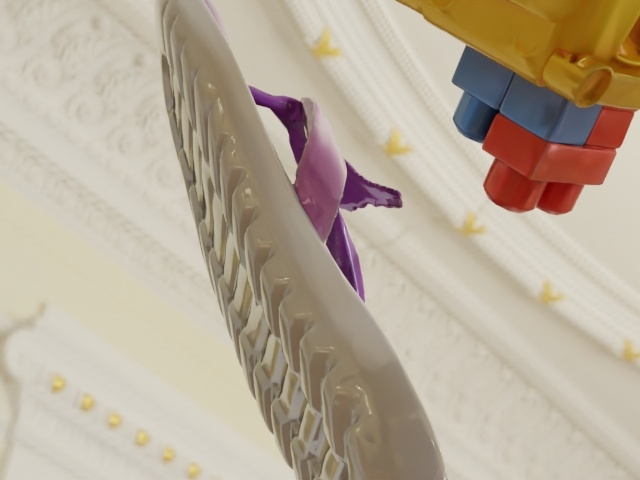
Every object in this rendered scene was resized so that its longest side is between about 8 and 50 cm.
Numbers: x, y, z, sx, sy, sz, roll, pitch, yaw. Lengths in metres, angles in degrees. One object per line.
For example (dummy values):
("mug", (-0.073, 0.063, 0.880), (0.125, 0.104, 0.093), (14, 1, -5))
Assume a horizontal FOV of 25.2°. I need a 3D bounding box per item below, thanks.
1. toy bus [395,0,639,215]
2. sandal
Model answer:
("toy bus", (0.141, -0.113, 0.623), (0.220, 0.149, 0.211), (-4, -60, -46))
("sandal", (-0.001, 0.010, 0.785), (0.102, 0.416, 0.169), (-13, -39, -14))
